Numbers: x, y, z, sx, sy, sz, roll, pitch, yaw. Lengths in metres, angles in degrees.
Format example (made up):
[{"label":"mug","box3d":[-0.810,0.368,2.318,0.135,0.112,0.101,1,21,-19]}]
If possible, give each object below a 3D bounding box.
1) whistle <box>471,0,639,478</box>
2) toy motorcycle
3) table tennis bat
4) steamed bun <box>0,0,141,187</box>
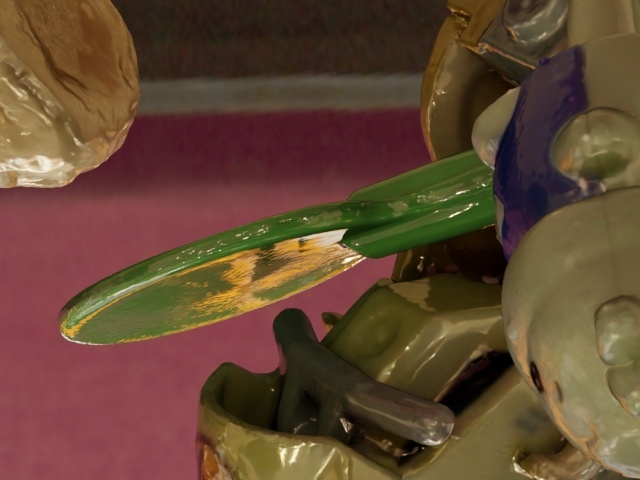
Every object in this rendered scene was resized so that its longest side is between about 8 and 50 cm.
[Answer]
[{"label":"whistle","box3d":[0.102,-0.010,0.585,0.092,0.244,0.110,-17,133,18]},{"label":"toy motorcycle","box3d":[0.088,0.043,0.829,0.237,0.169,0.410,38,84,-39]},{"label":"table tennis bat","box3d":[0.000,0.000,0.803,0.257,0.039,0.160,-18,170,6]},{"label":"steamed bun","box3d":[-0.198,-0.086,0.900,0.155,0.141,0.172,-34,101,22]}]
